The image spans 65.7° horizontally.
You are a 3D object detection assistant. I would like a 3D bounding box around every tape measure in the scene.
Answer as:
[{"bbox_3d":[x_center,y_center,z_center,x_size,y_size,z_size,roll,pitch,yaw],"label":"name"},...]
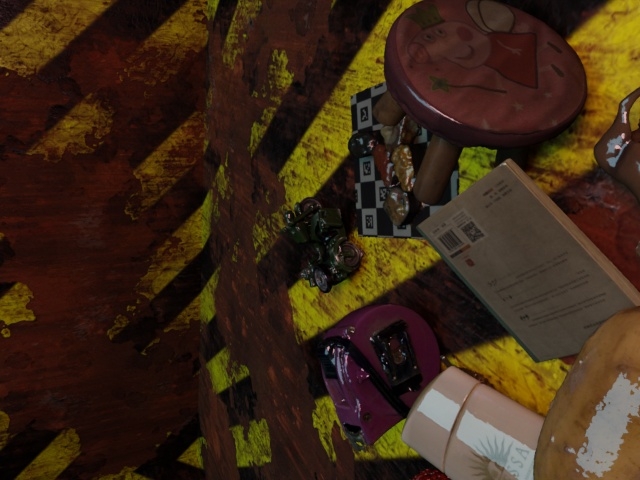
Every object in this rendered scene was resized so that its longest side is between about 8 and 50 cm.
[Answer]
[{"bbox_3d":[0.122,0.247,0.961,0.245,0.232,0.149,64,155,3],"label":"tape measure"}]

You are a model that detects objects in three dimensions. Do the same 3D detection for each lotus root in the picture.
[{"bbox_3d":[0.335,0.228,0.547,0.151,0.169,0.342,30,106,48],"label":"lotus root"}]

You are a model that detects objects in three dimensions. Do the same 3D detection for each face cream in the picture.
[{"bbox_3d":[0.282,0.325,0.727,0.349,0.081,0.173,27,109,40],"label":"face cream"}]

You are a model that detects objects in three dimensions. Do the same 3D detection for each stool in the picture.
[{"bbox_3d":[0.208,-0.198,0.708,0.178,0.272,0.272,103,150,-59],"label":"stool"}]

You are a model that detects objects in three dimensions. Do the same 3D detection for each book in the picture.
[{"bbox_3d":[0.283,0.043,0.688,0.282,0.025,0.215,49,147,1],"label":"book"}]

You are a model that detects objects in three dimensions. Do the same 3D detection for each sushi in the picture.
[{"bbox_3d":[0.138,-0.170,1.034,0.359,0.064,0.342,5,99,63],"label":"sushi"}]

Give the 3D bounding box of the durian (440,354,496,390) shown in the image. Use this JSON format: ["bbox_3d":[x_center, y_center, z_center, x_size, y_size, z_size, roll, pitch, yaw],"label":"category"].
[{"bbox_3d":[0.243,0.299,0.886,0.148,0.091,0.188,-47,52,55],"label":"durian"}]

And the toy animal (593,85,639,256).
[{"bbox_3d":[0.395,-0.052,0.554,0.214,0.094,0.186,57,132,41],"label":"toy animal"}]

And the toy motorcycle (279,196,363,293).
[{"bbox_3d":[0.000,0.000,1.259,0.205,0.127,0.275,-39,64,61],"label":"toy motorcycle"}]

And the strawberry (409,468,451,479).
[{"bbox_3d":[0.204,0.511,0.895,0.184,0.202,0.186,-21,56,43],"label":"strawberry"}]
